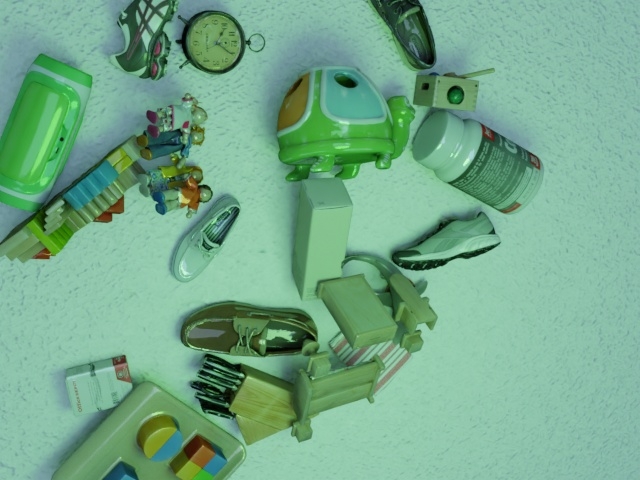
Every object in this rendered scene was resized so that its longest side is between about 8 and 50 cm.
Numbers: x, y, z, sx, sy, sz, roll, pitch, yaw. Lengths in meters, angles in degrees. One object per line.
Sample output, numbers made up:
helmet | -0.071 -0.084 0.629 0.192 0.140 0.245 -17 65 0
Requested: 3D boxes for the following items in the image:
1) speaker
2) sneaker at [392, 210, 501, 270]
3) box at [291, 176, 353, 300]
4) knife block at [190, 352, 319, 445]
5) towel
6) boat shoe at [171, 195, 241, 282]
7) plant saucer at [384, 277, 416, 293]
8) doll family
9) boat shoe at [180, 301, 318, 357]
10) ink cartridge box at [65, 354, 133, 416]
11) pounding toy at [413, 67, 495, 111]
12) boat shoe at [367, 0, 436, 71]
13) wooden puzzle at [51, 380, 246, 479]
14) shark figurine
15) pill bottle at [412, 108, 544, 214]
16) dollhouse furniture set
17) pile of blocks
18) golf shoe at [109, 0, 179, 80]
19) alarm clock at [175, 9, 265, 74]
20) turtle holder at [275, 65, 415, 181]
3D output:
speaker | -0.562 -0.214 1.513 0.131 0.131 0.297 22 95 -21
sneaker | 0.301 0.004 1.861 0.271 0.100 0.108 -16 77 -8
box | 0.000 0.000 1.686 0.094 0.113 0.275 -5 134 -15
knife block | -0.158 0.343 1.786 0.275 0.088 0.242 -20 108 -12
towel | 0.128 0.277 1.895 0.144 0.029 0.197 -43 111 -7
boat shoe | -0.256 -0.002 1.683 0.083 0.076 0.226 31 92 -21
plant saucer | 0.199 0.131 1.889 0.083 0.013 0.084 -4 104 -16
doll family | -0.306 -0.181 1.597 0.163 0.118 0.263 -19 115 -46
boat shoe | -0.156 0.211 1.741 0.324 0.116 0.123 -2 103 -17
ink cartridge box | -0.492 0.324 1.693 0.135 0.056 0.099 -12 106 -15
pounding toy | 0.306 -0.353 1.744 0.130 0.141 0.100 3 101 -18
boat shoe | 0.185 -0.511 1.696 0.102 0.092 0.285 -32 110 -8
wooden puzzle | -0.378 0.531 1.737 0.322 0.080 0.348 -46 122 -3
shark figurine | 0.171 0.106 1.811 0.166 0.116 0.278 -40 106 -6
pill bottle | 0.371 -0.188 1.791 0.283 0.161 0.161 25 94 -21
dollhouse furniture set | 0.068 0.265 1.767 0.303 0.174 0.356 -10 136 -25
pile of blocks | -0.486 -0.060 1.559 0.362 0.149 0.113 -41 110 -6
golf shoe | -0.349 -0.467 1.536 0.120 0.105 0.273 11 98 -12
alarm clock | -0.209 -0.420 1.607 0.191 0.064 0.130 -4 108 -20
turtle holder | 0.061 -0.256 1.638 0.320 0.243 0.228 -5 89 -1
